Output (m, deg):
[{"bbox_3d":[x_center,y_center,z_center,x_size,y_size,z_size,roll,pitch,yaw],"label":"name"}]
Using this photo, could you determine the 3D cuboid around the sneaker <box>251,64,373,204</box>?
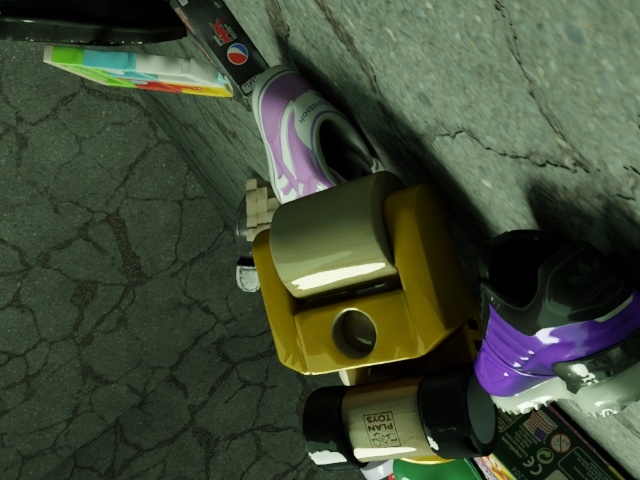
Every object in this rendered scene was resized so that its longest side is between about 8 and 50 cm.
[{"bbox_3d":[0.009,-0.075,1.011,0.161,0.102,0.282,42,167,37],"label":"sneaker"}]

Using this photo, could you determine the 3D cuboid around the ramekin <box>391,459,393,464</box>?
[{"bbox_3d":[0.267,0.460,1.552,0.273,0.127,0.273,45,152,32],"label":"ramekin"}]

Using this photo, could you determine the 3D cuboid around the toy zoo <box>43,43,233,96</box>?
[{"bbox_3d":[-0.265,-0.270,1.289,0.293,0.030,0.192,8,-178,13],"label":"toy zoo"}]

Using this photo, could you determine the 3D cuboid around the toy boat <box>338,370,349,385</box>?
[{"bbox_3d":[0.102,0.183,1.288,0.268,0.148,0.319,-90,-5,-59],"label":"toy boat"}]

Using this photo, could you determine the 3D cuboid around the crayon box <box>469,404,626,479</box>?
[{"bbox_3d":[0.274,0.301,1.112,0.363,0.106,0.313,46,170,37],"label":"crayon box"}]

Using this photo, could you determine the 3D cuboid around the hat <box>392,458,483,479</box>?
[{"bbox_3d":[0.120,0.350,1.162,0.173,0.183,0.208,51,174,18],"label":"hat"}]

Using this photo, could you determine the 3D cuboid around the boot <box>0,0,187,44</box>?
[{"bbox_3d":[-0.353,-0.440,1.248,0.131,0.347,0.260,11,105,38],"label":"boot"}]

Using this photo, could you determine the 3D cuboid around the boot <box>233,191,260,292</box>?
[{"bbox_3d":[-0.138,-0.032,1.948,0.280,0.096,0.264,-72,-18,-73],"label":"boot"}]

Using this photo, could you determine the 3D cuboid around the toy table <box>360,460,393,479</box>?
[{"bbox_3d":[0.149,0.387,1.773,0.161,0.252,0.274,58,-155,0],"label":"toy table"}]

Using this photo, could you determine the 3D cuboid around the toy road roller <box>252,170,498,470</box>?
[{"bbox_3d":[0.090,0.091,0.906,0.240,0.202,0.330,-18,-88,-59],"label":"toy road roller"}]

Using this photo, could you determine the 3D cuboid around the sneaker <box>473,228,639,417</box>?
[{"bbox_3d":[0.183,0.060,0.673,0.146,0.102,0.293,56,167,5],"label":"sneaker"}]

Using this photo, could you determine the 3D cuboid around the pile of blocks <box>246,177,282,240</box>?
[{"bbox_3d":[0.000,0.000,1.440,0.112,0.149,0.362,-5,148,27],"label":"pile of blocks"}]

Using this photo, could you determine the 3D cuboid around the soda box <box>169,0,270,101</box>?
[{"bbox_3d":[-0.136,-0.276,1.096,0.169,0.053,0.060,54,171,-11],"label":"soda box"}]

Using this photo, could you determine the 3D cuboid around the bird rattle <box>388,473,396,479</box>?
[{"bbox_3d":[0.270,0.552,1.704,0.143,0.253,0.207,90,174,-68],"label":"bird rattle"}]
